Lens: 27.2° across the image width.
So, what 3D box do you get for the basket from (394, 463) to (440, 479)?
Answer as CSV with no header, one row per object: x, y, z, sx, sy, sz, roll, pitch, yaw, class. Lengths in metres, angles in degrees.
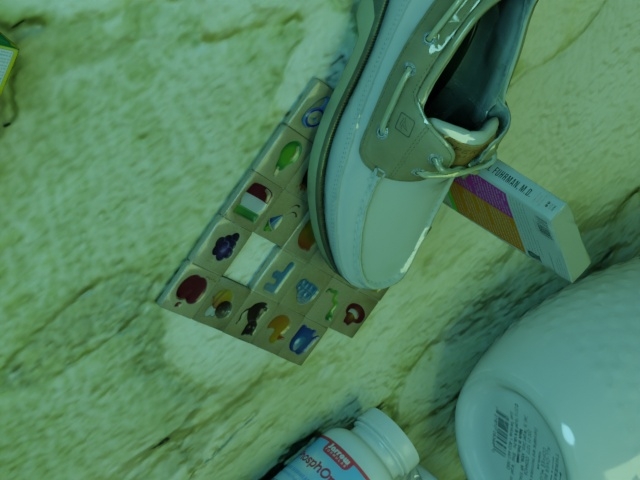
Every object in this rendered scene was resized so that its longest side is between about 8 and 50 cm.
0.117,0.323,1.314,0.113,0.167,0.103,-42,150,-14,basket

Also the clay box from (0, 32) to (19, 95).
-0.258,-0.022,0.690,0.127,0.053,0.222,7,116,-50,clay box

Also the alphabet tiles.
0.000,0.000,1.034,0.198,0.009,0.237,-55,145,4,alphabet tiles

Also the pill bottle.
0.008,0.223,1.169,0.160,0.087,0.087,-40,143,-17,pill bottle

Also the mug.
0.301,0.200,1.317,0.328,0.276,0.374,-15,134,-31,mug

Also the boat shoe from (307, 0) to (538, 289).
0.073,-0.086,0.944,0.113,0.103,0.302,-18,129,-41,boat shoe

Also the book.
0.143,-0.033,1.045,0.035,0.144,0.096,-46,145,-9,book
